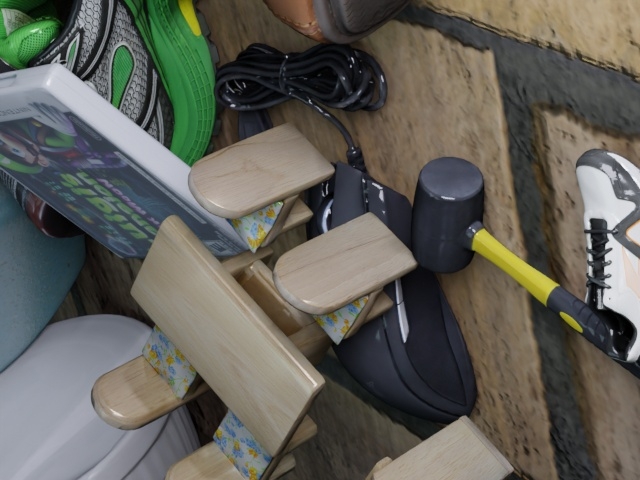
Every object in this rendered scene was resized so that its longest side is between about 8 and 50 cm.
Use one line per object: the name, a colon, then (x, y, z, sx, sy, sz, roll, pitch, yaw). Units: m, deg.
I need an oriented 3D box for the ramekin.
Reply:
ramekin: (-0.228, 0.198, 1.515, 0.273, 0.273, 0.127, 24, 147, 54)

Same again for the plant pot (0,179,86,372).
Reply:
plant pot: (-0.347, -0.016, 1.516, 0.248, 0.252, 0.247, 48, 153, 27)

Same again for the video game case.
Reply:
video game case: (-0.149, -0.045, 1.134, 0.190, 0.022, 0.173, 39, 157, -31)

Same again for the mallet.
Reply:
mallet: (0.118, 0.019, 0.910, 0.189, 0.039, 0.062, 34, 142, 38)

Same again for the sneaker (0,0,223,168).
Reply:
sneaker: (-0.157, -0.139, 1.139, 0.134, 0.146, 0.343, 47, 153, 30)

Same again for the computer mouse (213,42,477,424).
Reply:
computer mouse: (0.000, 0.000, 1.083, 0.184, 0.060, 0.262, 18, 131, 56)

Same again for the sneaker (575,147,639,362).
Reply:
sneaker: (0.144, 0.009, 0.830, 0.040, 0.044, 0.109, 0, 114, 65)

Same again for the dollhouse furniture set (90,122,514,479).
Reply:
dollhouse furniture set: (-0.039, 0.101, 0.995, 0.242, 0.161, 0.212, 47, 136, 18)

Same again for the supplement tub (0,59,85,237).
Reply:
supplement tub: (-0.228, -0.103, 1.369, 0.198, 0.106, 0.106, 51, 154, 24)

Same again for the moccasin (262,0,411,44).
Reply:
moccasin: (-0.017, -0.263, 0.765, 0.147, 0.139, 0.380, 36, 156, 28)
